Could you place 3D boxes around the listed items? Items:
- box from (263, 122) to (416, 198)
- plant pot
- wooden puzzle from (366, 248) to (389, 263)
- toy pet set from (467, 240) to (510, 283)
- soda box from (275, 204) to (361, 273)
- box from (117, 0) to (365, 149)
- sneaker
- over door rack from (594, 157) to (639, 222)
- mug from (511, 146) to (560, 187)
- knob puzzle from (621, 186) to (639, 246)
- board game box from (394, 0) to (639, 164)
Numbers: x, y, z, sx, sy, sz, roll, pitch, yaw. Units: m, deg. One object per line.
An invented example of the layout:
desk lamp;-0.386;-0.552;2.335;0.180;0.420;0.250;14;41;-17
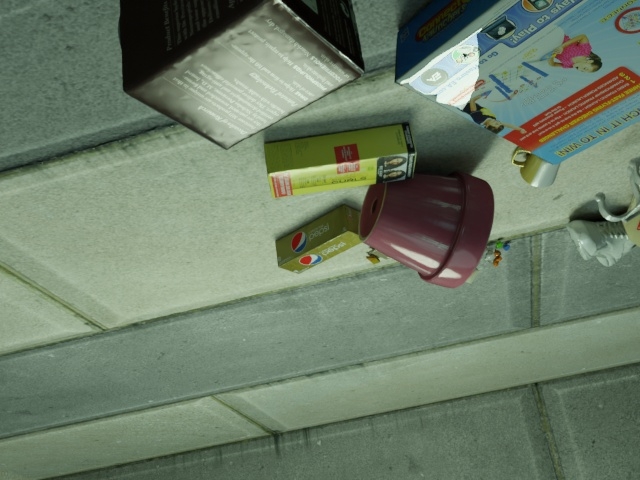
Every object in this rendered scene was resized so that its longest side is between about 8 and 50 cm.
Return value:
box;0.031;-0.125;1.224;0.232;0.058;0.087;-7;155;-2
plant pot;0.169;-0.034;1.320;0.180;0.201;0.201;15;148;-13
wooden puzzle;0.143;0.017;1.599;0.116;0.014;0.078;-23;155;27
toy pet set;0.324;0.031;1.655;0.122;0.065;0.114;16;110;-46
soda box;0.000;0.000;1.466;0.181;0.058;0.061;-28;148;33
box;-0.088;-0.236;0.839;0.203;0.169;0.167;-24;151;29
sneaker;0.595;-0.016;1.606;0.115;0.090;0.232;-35;153;31
over door rack;0.652;-0.156;1.325;0.324;0.108;0.239;-15;157;-21
mug;0.374;-0.132;1.318;0.078;0.062;0.064;-9;147;-15
knob puzzle;0.692;-0.056;1.551;0.213;0.030;0.213;-5;130;-6
board game box;0.304;-0.242;0.954;0.301;0.086;0.308;20;149;-29
